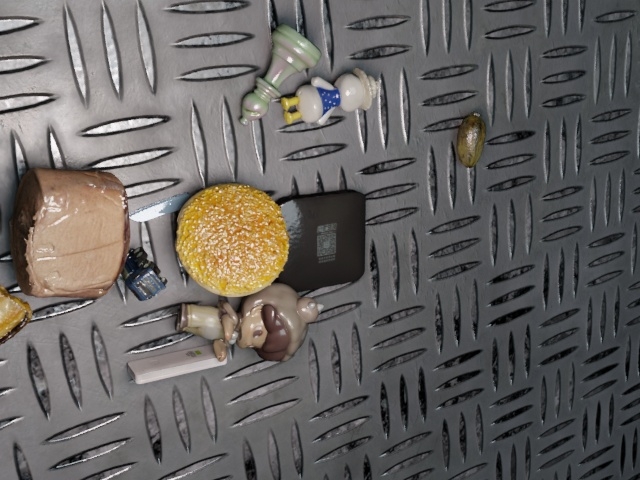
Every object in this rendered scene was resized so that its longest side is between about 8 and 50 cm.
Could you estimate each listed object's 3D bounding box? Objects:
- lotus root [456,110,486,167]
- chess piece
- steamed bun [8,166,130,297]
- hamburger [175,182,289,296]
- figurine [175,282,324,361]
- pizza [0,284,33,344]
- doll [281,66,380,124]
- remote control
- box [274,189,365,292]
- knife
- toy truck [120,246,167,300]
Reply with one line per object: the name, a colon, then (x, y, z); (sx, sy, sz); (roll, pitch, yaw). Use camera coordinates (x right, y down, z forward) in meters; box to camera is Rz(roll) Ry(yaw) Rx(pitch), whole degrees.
lotus root: (0.472, -0.317, 2.121); (0.089, 0.080, 0.179); (-10, 114, -42)
chess piece: (-0.124, -0.409, 1.733); (0.139, 0.139, 0.271); (32, 97, -33)
steamed bun: (-0.581, -0.025, 1.531); (0.251, 0.199, 0.301); (-5, 117, -47)
hamburger: (-0.223, 0.000, 1.694); (0.302, 0.170, 0.302); (4, 71, -12)
figurine: (-0.197, 0.219, 1.818); (0.380, 0.203, 0.248); (4, 137, -21)
pizza: (-0.831, 0.164, 1.500); (0.251, 0.074, 0.287); (-47, 121, -11)
doll: (0.033, -0.391, 1.831); (0.293, 0.119, 0.138); (-20, 121, -18)
remote control: (-0.380, 0.326, 1.793); (0.250, 0.103, 0.034); (-9, 106, -29)
box: (0.000, 0.000, 1.940); (0.290, 0.073, 0.289); (-10, 109, -28)
knife: (-0.346, -0.103, 1.743); (0.313, 0.019, 0.044); (-21, 106, -23)
toy truck: (-0.440, 0.077, 1.628); (0.088, 0.202, 0.074); (-37, 119, -12)
